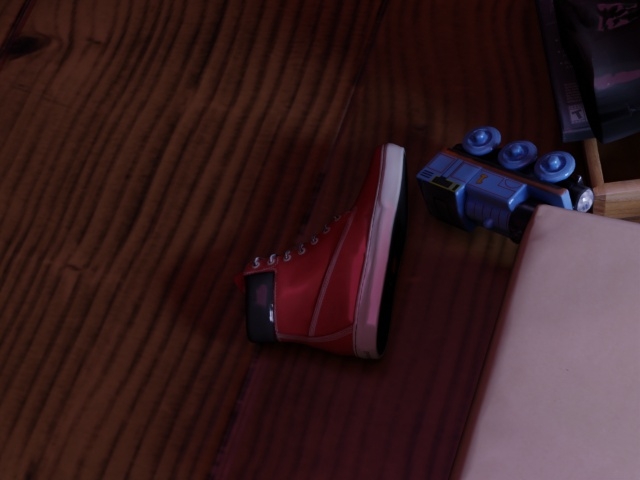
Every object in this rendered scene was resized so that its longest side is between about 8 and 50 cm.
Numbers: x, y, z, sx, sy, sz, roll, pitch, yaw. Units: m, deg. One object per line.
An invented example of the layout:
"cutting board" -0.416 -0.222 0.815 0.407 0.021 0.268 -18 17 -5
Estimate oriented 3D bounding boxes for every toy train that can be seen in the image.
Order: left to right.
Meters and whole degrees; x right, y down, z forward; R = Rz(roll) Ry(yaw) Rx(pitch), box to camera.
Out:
"toy train" 0.194 -0.052 1.215 0.184 0.080 0.105 26 64 41

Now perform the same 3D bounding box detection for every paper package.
"paper package" 0.298 0.165 1.046 0.309 0.168 0.324 13 67 18

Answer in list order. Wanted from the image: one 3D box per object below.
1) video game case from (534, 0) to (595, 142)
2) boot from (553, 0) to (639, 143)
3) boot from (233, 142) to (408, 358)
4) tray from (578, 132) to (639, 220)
"video game case" 0.337 -0.240 1.249 0.196 0.026 0.274 -8 60 8
"boot" 0.450 -0.303 1.172 0.445 0.146 0.367 -21 37 16
"boot" 0.000 0.000 1.246 0.176 0.088 0.244 6 68 17
"tray" 0.375 -0.222 1.287 0.203 0.076 0.411 -7 62 8
